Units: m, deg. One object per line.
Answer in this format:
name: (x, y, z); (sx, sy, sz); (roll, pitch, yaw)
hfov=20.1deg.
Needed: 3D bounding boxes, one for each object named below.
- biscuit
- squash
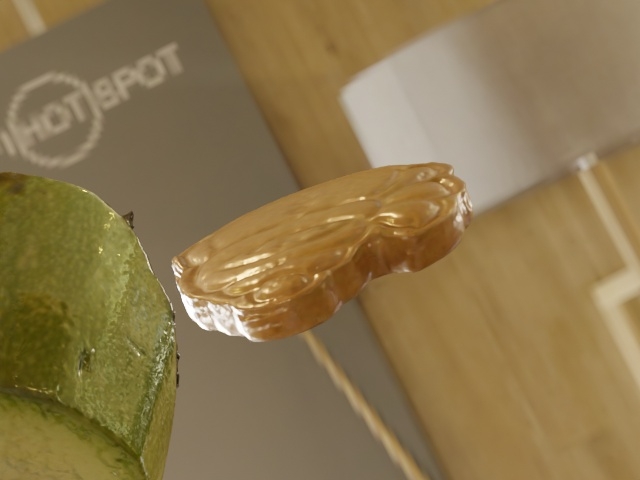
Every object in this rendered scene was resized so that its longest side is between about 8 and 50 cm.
biscuit: (0.000, 0.000, 1.825); (0.312, 0.057, 0.351); (-22, 16, -1)
squash: (-0.166, 0.049, 0.928); (0.192, 0.184, 0.085); (6, -9, -4)
